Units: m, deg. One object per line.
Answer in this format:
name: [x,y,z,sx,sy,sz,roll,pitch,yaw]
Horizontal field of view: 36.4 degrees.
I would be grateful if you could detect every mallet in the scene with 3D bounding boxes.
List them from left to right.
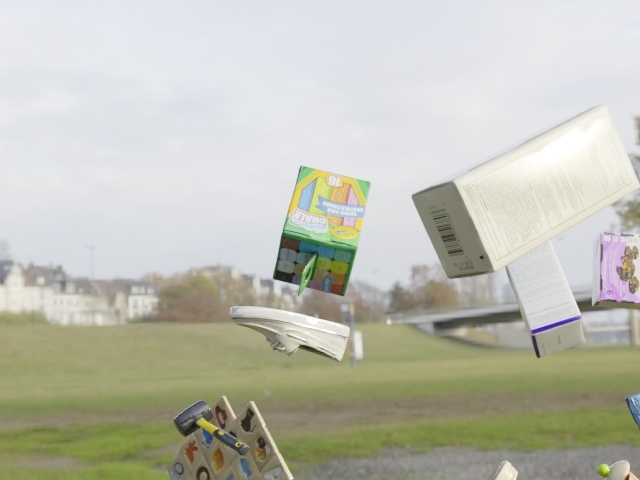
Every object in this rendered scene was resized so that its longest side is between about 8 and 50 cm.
mallet: [-0.175,0.307,1.539,0.062,0.039,0.190,-30,24,-20]

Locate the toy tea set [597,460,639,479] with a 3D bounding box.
toy tea set: [0.386,0.485,1.554,0.124,0.336,0.200,34,0,2]

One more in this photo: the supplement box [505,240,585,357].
supplement box: [0.477,0.121,2.090,0.114,0.220,0.111,-19,-37,7]

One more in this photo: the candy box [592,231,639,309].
candy box: [0.729,0.073,2.229,0.196,0.164,0.070,4,-16,1]

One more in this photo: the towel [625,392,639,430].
towel: [0.690,0.371,2.029,0.067,0.119,0.029,-13,-30,-14]

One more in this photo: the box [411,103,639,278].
box: [0.307,-0.074,1.438,0.311,0.147,0.121,-25,4,-26]

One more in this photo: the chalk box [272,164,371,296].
chalk box: [0.000,0.000,2.247,0.179,0.288,0.180,13,-42,0]

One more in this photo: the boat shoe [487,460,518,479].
boat shoe: [0.336,0.585,1.905,0.098,0.302,0.109,21,-10,10]

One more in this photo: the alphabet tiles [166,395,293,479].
alphabet tiles: [-0.181,0.473,1.814,0.011,0.285,0.342,8,-50,-44]

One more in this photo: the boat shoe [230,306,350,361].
boat shoe: [-0.067,0.197,2.033,0.268,0.088,0.096,16,-12,-27]
